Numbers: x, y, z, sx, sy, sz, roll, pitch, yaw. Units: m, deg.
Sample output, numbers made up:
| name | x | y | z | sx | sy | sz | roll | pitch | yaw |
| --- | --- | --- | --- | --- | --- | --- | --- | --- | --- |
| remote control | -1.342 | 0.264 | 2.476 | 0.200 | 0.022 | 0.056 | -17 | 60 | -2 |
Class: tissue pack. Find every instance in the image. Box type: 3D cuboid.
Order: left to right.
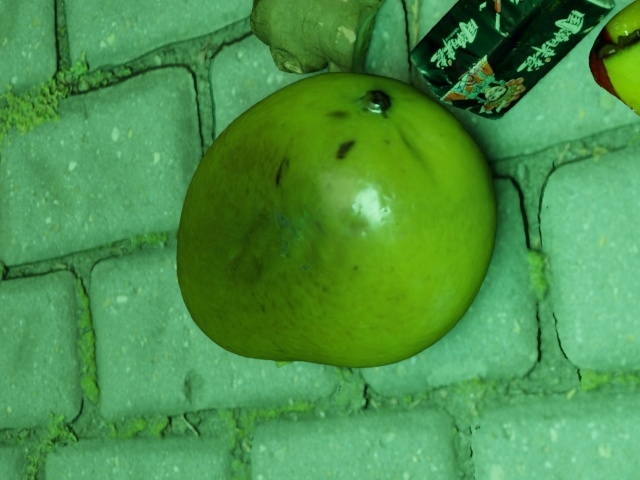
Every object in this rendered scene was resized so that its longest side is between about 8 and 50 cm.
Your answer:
| name | x | y | z | sx | sy | sz | roll | pitch | yaw |
| --- | --- | --- | --- | --- | --- | --- | --- | --- | --- |
| tissue pack | 0.184 | -0.203 | 1.499 | 0.170 | 0.103 | 0.090 | -47 | 53 | 31 |

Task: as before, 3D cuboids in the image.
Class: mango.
| name | x | y | z | sx | sy | sz | roll | pitch | yaw |
| --- | --- | --- | --- | --- | --- | --- | --- | --- | --- |
| mango | 0.000 | 0.000 | 1.588 | 0.301 | 0.220 | 0.445 | 58 | 144 | 5 |

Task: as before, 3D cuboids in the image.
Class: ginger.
| name | x | y | z | sx | sy | sz | roll | pitch | yaw |
| --- | --- | --- | --- | --- | --- | --- | --- | --- | --- |
| ginger | -0.021 | -0.251 | 1.705 | 0.213 | 0.074 | 0.137 | 32 | 101 | 34 |

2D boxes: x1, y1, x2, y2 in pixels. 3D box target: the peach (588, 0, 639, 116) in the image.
| name | x | y | z | sx | sy | sz | roll | pitch | yaw |
| --- | --- | --- | --- | --- | --- | --- | --- | --- | --- |
| peach | 0.358 | -0.164 | 1.302 | 0.267 | 0.159 | 0.154 | -25 | 103 | 49 |
